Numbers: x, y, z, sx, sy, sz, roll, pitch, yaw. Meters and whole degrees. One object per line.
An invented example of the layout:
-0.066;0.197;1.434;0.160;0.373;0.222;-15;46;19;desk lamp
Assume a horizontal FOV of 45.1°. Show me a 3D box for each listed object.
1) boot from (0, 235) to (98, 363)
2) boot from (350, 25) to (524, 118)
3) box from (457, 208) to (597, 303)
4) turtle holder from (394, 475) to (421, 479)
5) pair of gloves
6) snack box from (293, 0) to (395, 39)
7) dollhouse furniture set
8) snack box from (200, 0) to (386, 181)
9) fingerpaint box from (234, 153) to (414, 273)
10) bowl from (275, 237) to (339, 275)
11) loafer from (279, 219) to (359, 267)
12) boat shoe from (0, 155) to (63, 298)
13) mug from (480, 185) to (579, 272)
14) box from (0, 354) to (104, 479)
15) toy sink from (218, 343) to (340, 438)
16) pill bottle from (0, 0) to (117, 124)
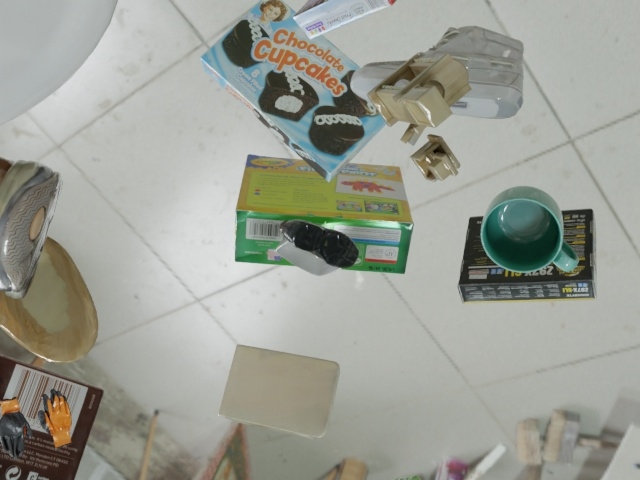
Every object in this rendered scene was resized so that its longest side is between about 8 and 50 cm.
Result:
-0.353;0.064;0.933;0.295;0.104;0.211;43;156;18;boot
0.180;-0.263;1.168;0.258;0.123;0.095;8;163;1;boot
0.521;0.039;1.932;0.322;0.257;0.079;-4;133;22;box
0.147;0.621;1.385;0.227;0.243;0.320;10;119;42;turtle holder
-0.345;0.222;0.933;0.010;0.083;0.074;-3;94;64;pair of gloves
0.046;-0.280;0.846;0.141;0.100;0.037;-4;131;51;snack box
0.171;-0.155;1.004;0.101;0.182;0.161;-40;110;-4;dollhouse furniture set
-0.038;-0.281;1.396;0.322;0.187;0.060;42;169;8;snack box
0.004;-0.077;2.082;0.444;0.371;0.163;4;118;-3;fingerpaint box
-0.013;0.018;1.747;0.142;0.053;0.142;32;148;-22;bowl
0.000;0.000;1.350;0.170;0.062;0.061;30;180;-41;loafer
-0.290;-0.021;0.650;0.116;0.123;0.324;17;167;-18;boat shoe
0.340;-0.013;1.275;0.129;0.097;0.158;-20;105;24;mug
-0.450;0.270;1.111;0.168;0.167;0.203;28;154;-33;box
-0.065;0.317;1.583;0.234;0.153;0.131;6;161;22;toy sink
-0.225;-0.191;0.353;0.278;0.162;0.162;52;135;19;pill bottle
